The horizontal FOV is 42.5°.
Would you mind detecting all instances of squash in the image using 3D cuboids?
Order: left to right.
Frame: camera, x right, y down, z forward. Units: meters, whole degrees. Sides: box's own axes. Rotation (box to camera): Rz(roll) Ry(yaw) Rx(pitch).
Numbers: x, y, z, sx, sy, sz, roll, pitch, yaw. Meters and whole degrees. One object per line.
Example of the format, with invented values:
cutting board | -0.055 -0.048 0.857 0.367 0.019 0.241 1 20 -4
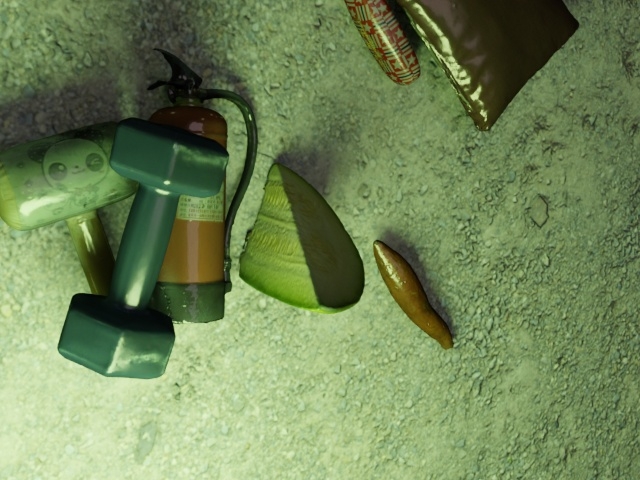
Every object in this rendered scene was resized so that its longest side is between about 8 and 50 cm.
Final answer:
squash | 0.000 0.000 1.174 0.111 0.288 0.203 21 84 -27

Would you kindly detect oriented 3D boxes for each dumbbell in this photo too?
dumbbell | -0.223 0.010 1.031 0.156 0.143 0.316 12 98 -45

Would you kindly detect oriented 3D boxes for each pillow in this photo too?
pillow | 0.285 -0.397 1.404 0.305 0.108 0.308 -48 113 -19

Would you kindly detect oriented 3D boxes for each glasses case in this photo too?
glasses case | 0.096 -0.333 1.325 0.049 0.073 0.194 -39 111 -12

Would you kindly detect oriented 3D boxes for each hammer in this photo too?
hammer | -0.314 0.003 1.118 0.202 0.113 0.305 -21 112 -23

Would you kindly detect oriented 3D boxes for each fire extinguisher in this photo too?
fire extinguisher | -0.179 -0.076 1.191 0.200 0.113 0.376 -15 107 -71

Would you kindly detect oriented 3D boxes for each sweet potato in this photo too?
sweet potato | 0.157 0.099 1.404 0.057 0.057 0.264 -43 116 -20
